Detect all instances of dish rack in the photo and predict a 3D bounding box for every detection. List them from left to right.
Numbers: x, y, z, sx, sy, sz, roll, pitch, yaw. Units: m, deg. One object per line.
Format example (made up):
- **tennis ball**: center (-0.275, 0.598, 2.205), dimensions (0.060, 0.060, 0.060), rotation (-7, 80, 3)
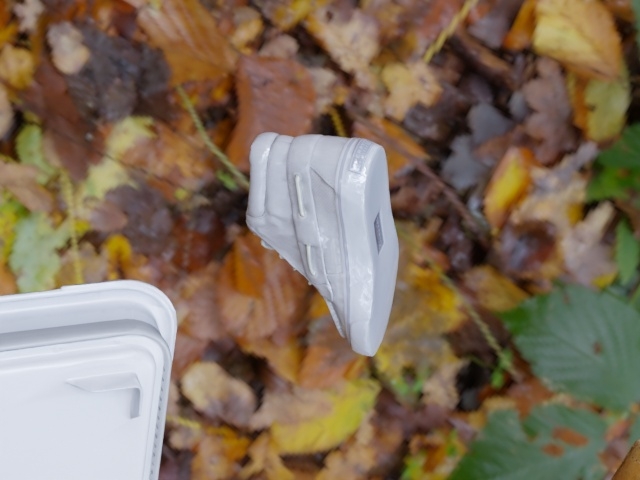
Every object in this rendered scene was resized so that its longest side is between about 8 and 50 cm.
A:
- **dish rack**: center (-0.261, 0.175, 1.015), dimensions (0.333, 0.072, 0.285), rotation (-6, 127, -24)

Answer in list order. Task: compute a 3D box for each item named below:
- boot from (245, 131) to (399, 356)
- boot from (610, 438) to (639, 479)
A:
- **boot**: center (0.000, 0.000, 1.313), dimensions (0.095, 0.123, 0.258), rotation (-62, 156, -42)
- **boot**: center (0.124, 0.199, 0.717), dimensions (0.104, 0.295, 0.211), rotation (18, 90, -52)
